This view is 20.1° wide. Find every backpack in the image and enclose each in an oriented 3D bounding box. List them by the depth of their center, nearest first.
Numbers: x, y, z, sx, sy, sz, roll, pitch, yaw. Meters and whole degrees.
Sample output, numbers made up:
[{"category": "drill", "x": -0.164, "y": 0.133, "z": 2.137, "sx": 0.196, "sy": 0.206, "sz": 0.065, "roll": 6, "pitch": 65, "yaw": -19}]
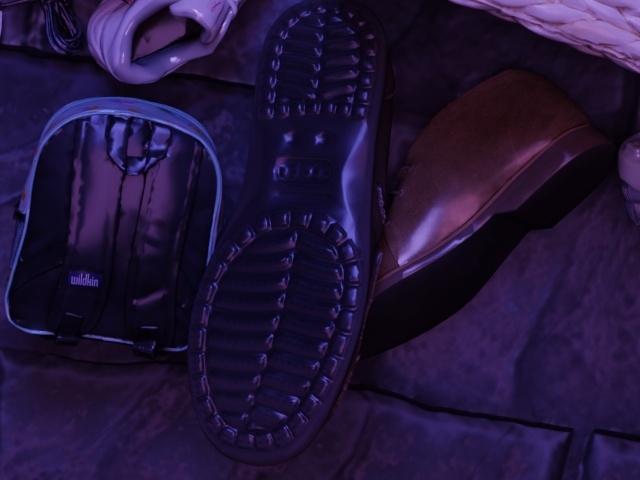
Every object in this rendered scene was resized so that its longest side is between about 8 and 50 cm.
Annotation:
[{"category": "backpack", "x": -0.157, "y": -0.021, "z": 1.432, "sx": 0.165, "sy": 0.144, "sz": 0.188, "roll": 9, "pitch": 110, "yaw": -3}]

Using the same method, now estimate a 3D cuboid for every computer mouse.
[{"category": "computer mouse", "x": -0.296, "y": -0.180, "z": 1.463, "sx": 0.193, "sy": 0.042, "sz": 0.106, "roll": -15, "pitch": 98, "yaw": 0}]

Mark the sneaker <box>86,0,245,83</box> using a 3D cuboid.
[{"category": "sneaker", "x": -0.081, "y": -0.202, "z": 1.424, "sx": 0.090, "sy": 0.115, "sz": 0.232, "roll": 39, "pitch": 99, "yaw": -27}]

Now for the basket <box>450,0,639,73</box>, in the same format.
[{"category": "basket", "x": 0.185, "y": -0.286, "z": 1.327, "sx": 0.331, "sy": 0.328, "sz": 0.266, "roll": 20, "pitch": 100, "yaw": -4}]

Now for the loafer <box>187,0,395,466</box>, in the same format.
[{"category": "loafer", "x": 0.000, "y": 0.000, "z": 1.415, "sx": 0.133, "sy": 0.130, "sz": 0.366, "roll": 11, "pitch": 81, "yaw": 19}]

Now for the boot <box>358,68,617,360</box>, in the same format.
[{"category": "boot", "x": 0.092, "y": -0.015, "z": 1.481, "sx": 0.305, "sy": 0.112, "sz": 0.115, "roll": -40, "pitch": 65, "yaw": 8}]

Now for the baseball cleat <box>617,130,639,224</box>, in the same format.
[{"category": "baseball cleat", "x": 0.330, "y": -0.076, "z": 1.462, "sx": 0.205, "sy": 0.072, "sz": 0.109, "roll": -22, "pitch": 128, "yaw": -10}]

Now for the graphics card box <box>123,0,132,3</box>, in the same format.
[{"category": "graphics card box", "x": -0.200, "y": -0.368, "z": 1.310, "sx": 0.233, "sy": 0.094, "sz": 0.371, "roll": -51, "pitch": 133, "yaw": 0}]
